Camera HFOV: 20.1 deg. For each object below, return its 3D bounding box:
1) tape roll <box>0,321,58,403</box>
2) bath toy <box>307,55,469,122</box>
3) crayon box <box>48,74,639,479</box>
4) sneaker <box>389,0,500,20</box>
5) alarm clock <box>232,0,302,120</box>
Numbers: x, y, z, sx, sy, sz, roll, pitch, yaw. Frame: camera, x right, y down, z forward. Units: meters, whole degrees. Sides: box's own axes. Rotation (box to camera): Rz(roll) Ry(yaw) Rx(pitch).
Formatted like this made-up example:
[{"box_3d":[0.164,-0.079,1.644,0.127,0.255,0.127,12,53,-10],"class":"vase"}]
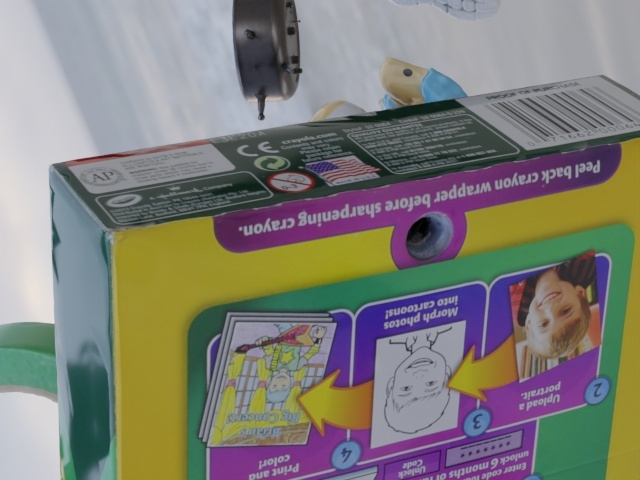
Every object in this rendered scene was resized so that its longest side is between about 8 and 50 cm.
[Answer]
[{"box_3d":[-0.300,0.247,1.920,0.077,0.321,0.321,-59,-51,-67],"class":"tape roll"},{"box_3d":[0.000,0.000,1.598,0.151,0.348,0.129,44,167,-24],"class":"bath toy"},{"box_3d":[0.030,0.087,1.064,0.106,0.363,0.313,42,136,52],"class":"crayon box"},{"box_3d":[0.164,-0.338,2.407,0.065,0.158,0.061,-66,-12,-58],"class":"sneaker"},{"box_3d":[-0.053,-0.223,1.922,0.192,0.064,0.129,-88,-8,-54],"class":"alarm clock"}]
